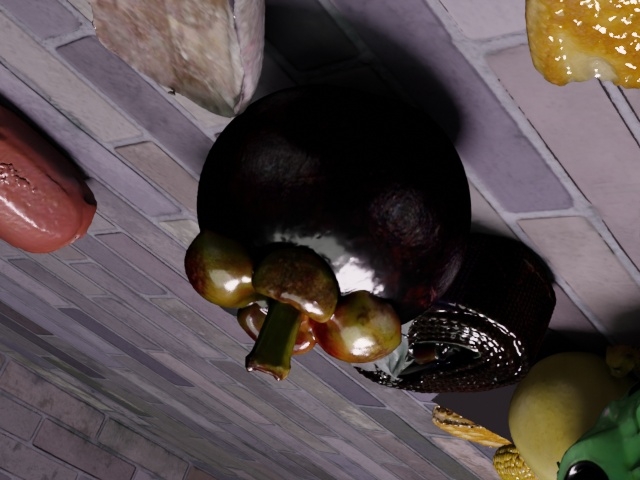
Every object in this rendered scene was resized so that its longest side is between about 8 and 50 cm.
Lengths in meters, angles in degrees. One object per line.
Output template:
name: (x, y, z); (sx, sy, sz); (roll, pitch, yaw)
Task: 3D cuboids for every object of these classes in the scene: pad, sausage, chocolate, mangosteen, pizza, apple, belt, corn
pad: (0.383, 0.261, 1.331); (0.368, 0.007, 0.247); (29, 133, -13)
sausage: (-0.432, -0.086, 1.243); (0.152, 0.152, 0.279); (2, 148, 36)
chocolate: (-0.118, -0.234, 0.754); (0.185, 0.100, 0.303); (30, 153, 9)
mangosteen: (0.000, 0.000, 0.877); (0.275, 0.302, 0.275); (17, 153, 9)
pizza: (0.280, -0.164, 0.606); (0.288, 0.075, 0.280); (19, 159, 2)
apple: (0.351, 0.248, 1.201); (0.200, 0.200, 0.200); (18, 155, 9)
pizza: (0.306, 0.306, 1.528); (0.199, 0.062, 0.188); (-12, 151, 41)
belt: (0.144, 0.109, 1.122); (0.184, 0.164, 0.289); (42, 145, -21)
corn: (0.389, 0.383, 1.569); (0.101, 0.101, 0.292); (27, 157, -10)

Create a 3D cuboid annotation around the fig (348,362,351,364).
fig: (0.070, 0.161, 1.419); (0.088, 0.074, 0.074); (-16, 139, 26)

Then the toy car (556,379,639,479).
toy car: (0.420, 0.214, 0.984); (0.214, 0.176, 0.358); (12, 144, -21)

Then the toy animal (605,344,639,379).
toy animal: (0.464, 0.165, 1.105); (0.136, 0.073, 0.181); (42, 153, -22)

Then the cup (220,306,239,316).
cup: (-0.033, 0.022, 1.134); (0.177, 0.169, 0.223); (-1, 162, 27)
